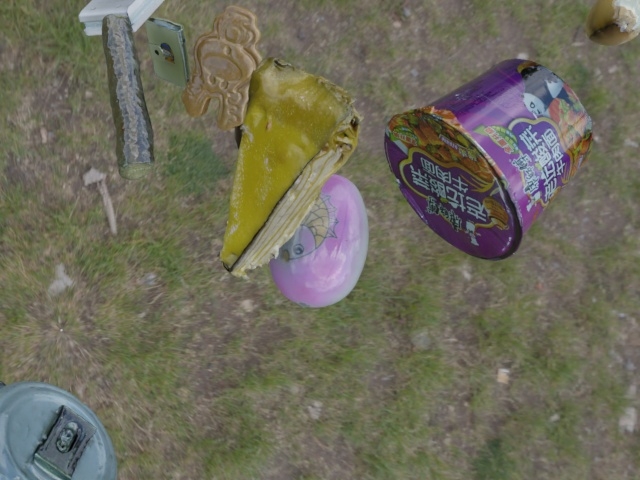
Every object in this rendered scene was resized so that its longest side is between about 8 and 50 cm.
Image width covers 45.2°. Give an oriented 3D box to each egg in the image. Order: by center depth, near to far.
[{"bbox_3d":[0.397,-0.298,1.038,0.071,0.083,0.071,5,80,-27],"label":"egg"},{"bbox_3d":[0.000,0.000,1.529,0.196,0.196,0.271,19,59,-16],"label":"egg"}]

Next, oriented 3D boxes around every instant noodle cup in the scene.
[{"bbox_3d":[0.243,-0.125,1.081,0.190,0.251,0.251,-39,96,-19],"label":"instant noodle cup"}]

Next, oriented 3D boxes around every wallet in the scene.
[{"bbox_3d":[-0.346,-0.433,1.773,0.110,0.155,0.039,25,51,23],"label":"wallet"}]

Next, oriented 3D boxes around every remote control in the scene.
[{"bbox_3d":[-0.345,-0.473,1.464,0.103,0.055,0.277,1,42,19],"label":"remote control"}]

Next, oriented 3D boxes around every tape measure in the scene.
[{"bbox_3d":[-0.191,0.248,0.691,0.330,0.084,0.164,43,28,-22],"label":"tape measure"}]

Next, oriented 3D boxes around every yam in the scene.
[{"bbox_3d":[-0.303,-0.227,1.202,0.061,0.061,0.274,-7,71,-19],"label":"yam"}]

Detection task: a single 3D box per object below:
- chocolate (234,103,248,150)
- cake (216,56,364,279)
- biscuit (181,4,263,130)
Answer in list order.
[{"bbox_3d":[-0.137,-0.270,1.709,0.125,0.080,0.148,2,48,13],"label":"chocolate"},{"bbox_3d":[-0.014,-0.046,0.616,0.080,0.116,0.185,-2,106,-53],"label":"cake"},{"bbox_3d":[-0.182,-0.331,1.478,0.144,0.040,0.236,23,117,4],"label":"biscuit"}]
